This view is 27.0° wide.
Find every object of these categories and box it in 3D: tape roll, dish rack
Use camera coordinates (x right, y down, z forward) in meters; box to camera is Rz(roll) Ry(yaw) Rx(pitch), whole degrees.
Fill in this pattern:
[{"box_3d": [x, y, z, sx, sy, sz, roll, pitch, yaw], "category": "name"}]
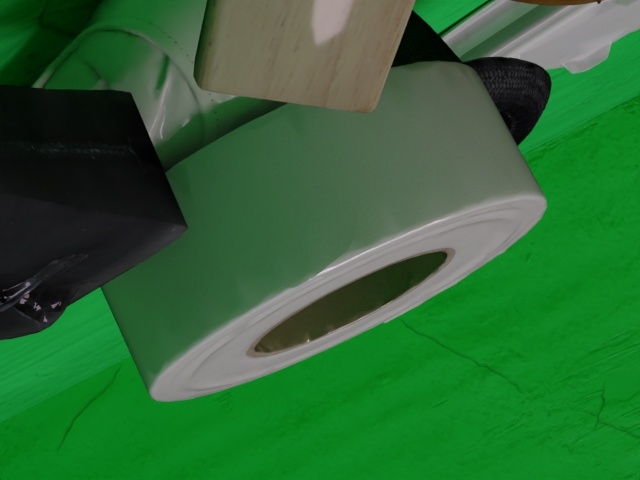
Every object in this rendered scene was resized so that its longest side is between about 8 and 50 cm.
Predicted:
[{"box_3d": [0.000, 0.000, 0.864, 0.286, 0.100, 0.286, -26, 167, -6], "category": "tape roll"}, {"box_3d": [0.294, -0.245, 1.398, 0.285, 0.072, 0.333, -32, 172, 35], "category": "dish rack"}]

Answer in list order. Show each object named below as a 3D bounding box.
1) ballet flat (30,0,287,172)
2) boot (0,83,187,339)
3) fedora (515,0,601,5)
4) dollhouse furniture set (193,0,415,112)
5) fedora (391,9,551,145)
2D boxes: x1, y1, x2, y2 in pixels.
[{"box_3d": [-0.146, -0.057, 0.840, 0.139, 0.139, 0.400, -20, 174, -41], "category": "ballet flat"}, {"box_3d": [-0.312, 0.010, 0.579, 0.367, 0.146, 0.445, -11, 180, 19], "category": "boot"}, {"box_3d": [0.102, -0.207, 0.764, 0.194, 0.194, 0.079, 112, 3, -80], "category": "fedora"}, {"box_3d": [-0.109, -0.195, 0.281, 0.303, 0.198, 0.286, 6, 141, -12], "category": "dollhouse furniture set"}, {"box_3d": [0.023, -0.105, 1.071, 0.334, 0.152, 0.334, -25, 168, -6], "category": "fedora"}]
